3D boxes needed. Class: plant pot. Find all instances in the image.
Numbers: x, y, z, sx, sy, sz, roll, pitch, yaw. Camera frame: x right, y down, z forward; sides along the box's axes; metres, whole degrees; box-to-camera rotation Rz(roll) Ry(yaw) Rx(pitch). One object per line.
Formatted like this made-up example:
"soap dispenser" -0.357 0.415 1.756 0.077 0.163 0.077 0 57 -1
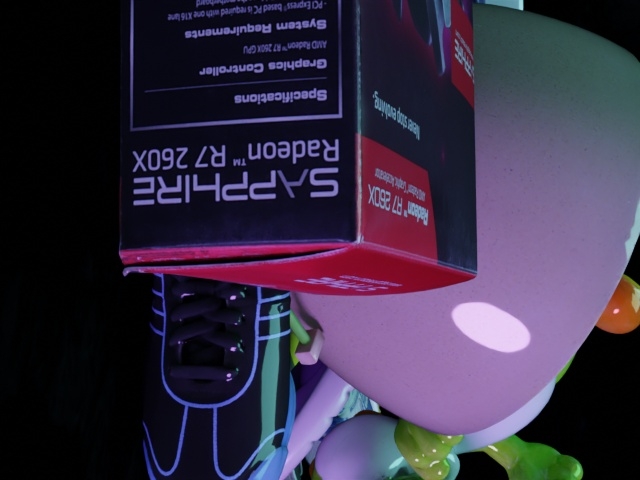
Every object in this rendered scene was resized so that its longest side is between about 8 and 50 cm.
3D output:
"plant pot" 0.046 -0.040 0.746 0.284 0.191 0.284 -50 -154 36

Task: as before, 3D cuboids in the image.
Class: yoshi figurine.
"yoshi figurine" 0.120 0.150 0.882 0.362 0.203 0.203 -50 180 -8

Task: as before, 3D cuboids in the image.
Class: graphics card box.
"graphics card box" 0.003 -0.166 0.490 0.233 0.094 0.371 16 72 -72

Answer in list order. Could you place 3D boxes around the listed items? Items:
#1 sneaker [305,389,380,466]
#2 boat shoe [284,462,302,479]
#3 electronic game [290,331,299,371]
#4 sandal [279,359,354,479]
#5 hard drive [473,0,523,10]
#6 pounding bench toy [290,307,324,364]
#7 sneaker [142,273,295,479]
"sneaker" -0.001 0.161 1.304 0.131 0.111 0.296 -50 139 -63
"boat shoe" -0.040 0.221 1.118 0.038 0.046 0.125 -73 160 -48
"electronic game" 0.006 0.033 1.119 0.229 0.048 0.229 7 90 -66
"sandal" 0.020 0.031 0.982 0.416 0.102 0.169 -56 -179 -22
"hard drive" 0.070 -0.231 0.997 0.318 0.040 0.210 -140 -139 -59
"pounding bench toy" -0.039 0.040 0.671 0.065 0.083 0.052 91 6 -47
"sneaker" -0.053 0.021 0.572 0.090 0.081 0.232 67 23 -62
